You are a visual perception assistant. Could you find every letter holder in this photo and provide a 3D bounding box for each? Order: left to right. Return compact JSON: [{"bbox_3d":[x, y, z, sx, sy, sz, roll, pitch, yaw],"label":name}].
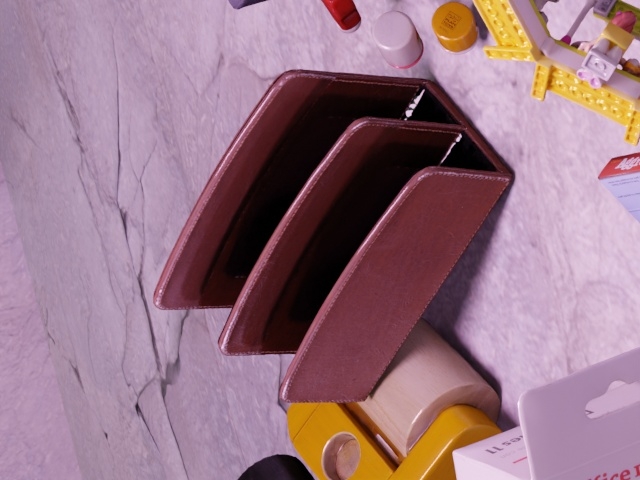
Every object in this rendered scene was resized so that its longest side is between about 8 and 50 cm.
[{"bbox_3d":[0.000,0.000,1.841,0.152,0.214,0.302,54,126,35],"label":"letter holder"}]

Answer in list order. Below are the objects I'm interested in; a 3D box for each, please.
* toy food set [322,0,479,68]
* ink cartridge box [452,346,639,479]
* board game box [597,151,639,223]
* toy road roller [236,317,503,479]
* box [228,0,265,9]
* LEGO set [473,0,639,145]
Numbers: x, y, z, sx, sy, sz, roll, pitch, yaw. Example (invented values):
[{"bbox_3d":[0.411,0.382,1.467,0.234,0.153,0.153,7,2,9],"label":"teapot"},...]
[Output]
[{"bbox_3d":[0.060,-0.242,1.822,0.232,0.111,0.104,50,180,21],"label":"toy food set"},{"bbox_3d":[0.240,0.254,1.640,0.119,0.207,0.353,16,120,60],"label":"ink cartridge box"},{"bbox_3d":[0.331,-0.019,1.404,0.145,0.027,0.281,46,160,-15],"label":"board game box"},{"bbox_3d":[0.086,0.260,2.041,0.329,0.240,0.202,-56,45,13],"label":"toy road roller"},{"bbox_3d":[0.012,-0.398,1.501,0.343,0.312,0.179,63,146,12],"label":"box"},{"bbox_3d":[0.195,-0.184,1.462,0.287,0.107,0.132,37,154,-6],"label":"LEGO set"}]
